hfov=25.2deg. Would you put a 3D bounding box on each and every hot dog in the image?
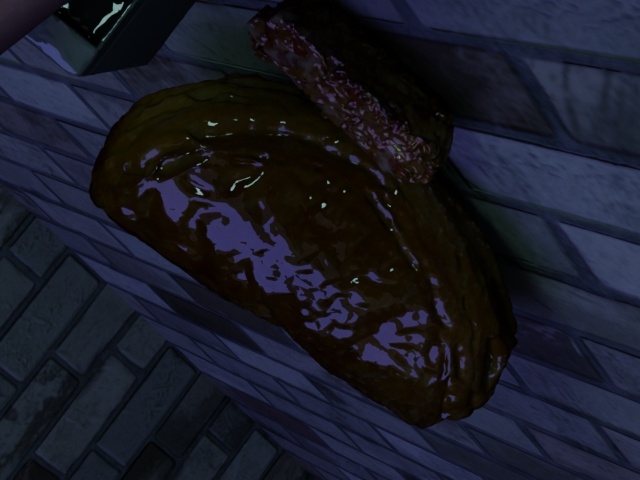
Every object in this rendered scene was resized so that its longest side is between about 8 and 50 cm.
[{"bbox_3d":[0.000,0.000,1.191,0.388,0.174,0.267,35,168,-10],"label":"hot dog"}]

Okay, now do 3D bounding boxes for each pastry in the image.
[{"bbox_3d":[0.026,-0.113,1.003,0.169,0.063,0.087,44,155,-9],"label":"pastry"}]

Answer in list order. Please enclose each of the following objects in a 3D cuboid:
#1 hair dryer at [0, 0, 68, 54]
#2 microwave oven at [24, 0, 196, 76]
[{"bbox_3d":[-0.055,-0.107,0.399,0.352,0.210,0.125,-34,111,28],"label":"hair dryer"},{"bbox_3d":[-0.165,-0.244,0.717,0.295,0.181,0.237,38,-172,-4],"label":"microwave oven"}]
